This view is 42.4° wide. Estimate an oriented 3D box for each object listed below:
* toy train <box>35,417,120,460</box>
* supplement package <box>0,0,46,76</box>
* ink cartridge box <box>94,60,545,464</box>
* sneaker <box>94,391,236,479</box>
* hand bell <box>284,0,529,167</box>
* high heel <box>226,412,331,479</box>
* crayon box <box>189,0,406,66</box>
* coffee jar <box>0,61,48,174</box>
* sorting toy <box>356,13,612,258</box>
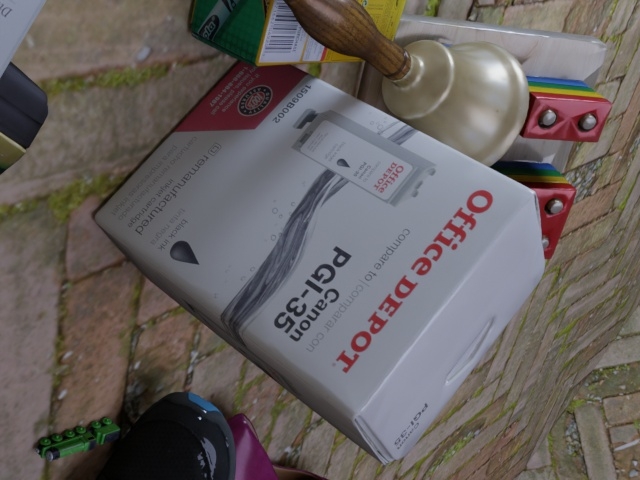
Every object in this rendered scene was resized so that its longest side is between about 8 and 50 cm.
[{"bbox_3d":[-0.220,0.183,0.754,0.083,0.024,0.017,-10,126,-52],"label":"toy train"},{"bbox_3d":[-0.266,-0.075,0.279,0.262,0.198,0.199,-59,150,2],"label":"supplement package"},{"bbox_3d":[0.000,0.000,0.643,0.207,0.283,0.117,-49,149,-13],"label":"ink cartridge box"},{"bbox_3d":[-0.192,0.302,0.772,0.340,0.125,0.140,-61,172,6],"label":"sneaker"},{"bbox_3d":[0.052,-0.138,0.632,0.242,0.126,0.126,18,103,-51],"label":"hand bell"},{"bbox_3d":[-0.029,0.300,1.023,0.181,0.127,0.377,-53,148,14],"label":"high heel"},{"bbox_3d":[0.014,-0.273,0.610,0.165,0.081,0.278,-16,130,-49],"label":"crayon box"},{"bbox_3d":[-0.239,-0.035,0.457,0.184,0.096,0.079,-55,152,-6],"label":"coffee jar"},{"bbox_3d":[0.162,-0.088,0.865,0.256,0.089,0.257,1,122,-18],"label":"sorting toy"}]
